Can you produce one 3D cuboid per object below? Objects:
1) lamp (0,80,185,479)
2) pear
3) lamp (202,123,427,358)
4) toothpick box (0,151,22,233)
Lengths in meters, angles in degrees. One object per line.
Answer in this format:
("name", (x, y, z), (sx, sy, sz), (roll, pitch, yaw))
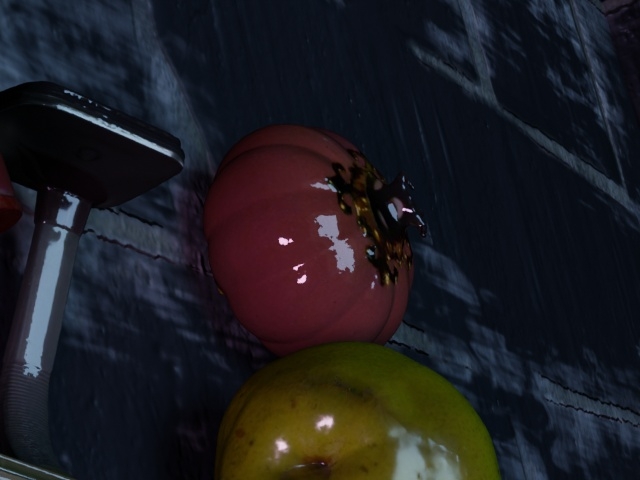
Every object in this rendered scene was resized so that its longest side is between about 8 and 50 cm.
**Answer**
("lamp", (-0.180, 0.031, 1.011), (0.203, 0.124, 0.283), (26, 47, -31))
("pear", (0.024, 0.154, 1.228), (0.198, 0.198, 0.198), (48, 30, -41))
("lamp", (0.000, 0.000, 1.366), (0.182, 0.140, 0.182), (44, 33, -38))
("toothpick box", (-0.270, -0.134, 0.791), (0.204, 0.204, 0.333), (-11, 82, -67))
